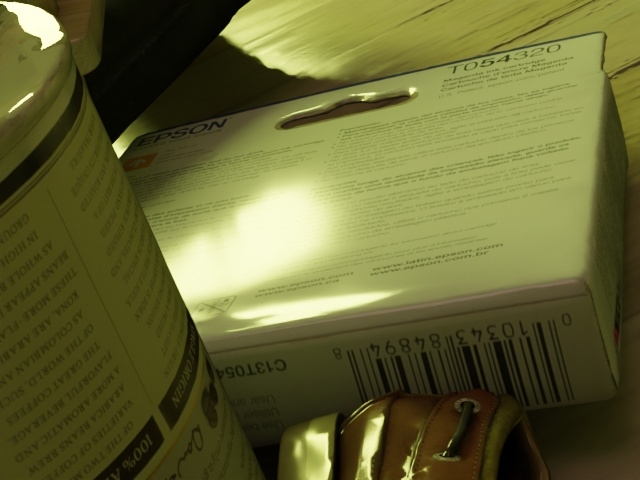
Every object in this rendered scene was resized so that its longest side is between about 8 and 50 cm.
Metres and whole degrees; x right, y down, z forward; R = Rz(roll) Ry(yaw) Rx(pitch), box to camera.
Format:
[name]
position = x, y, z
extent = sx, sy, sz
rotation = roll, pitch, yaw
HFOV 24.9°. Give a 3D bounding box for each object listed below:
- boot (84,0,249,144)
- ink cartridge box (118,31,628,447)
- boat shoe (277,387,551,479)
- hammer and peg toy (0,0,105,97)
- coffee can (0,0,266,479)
[boot]
position = -0.227, -0.119, 1.062
extent = 0.367, 0.146, 0.445
rotation = -11, 35, 51
[ink cartridge box]
position = 0.000, 0.000, 0.785
extent = 0.324, 0.071, 0.330
rotation = -11, 22, 18
[boat shoe]
position = 0.046, 0.142, 0.484
extent = 0.104, 0.110, 0.307
rotation = -19, 30, 7
[hammer and peg toy]
position = -0.194, -0.162, 0.842
extent = 0.361, 0.127, 0.266
rotation = -12, 40, 3
[coffee can]
position = -0.131, 0.080, 0.533
extent = 0.202, 0.275, 0.201
rotation = -16, 30, 9
